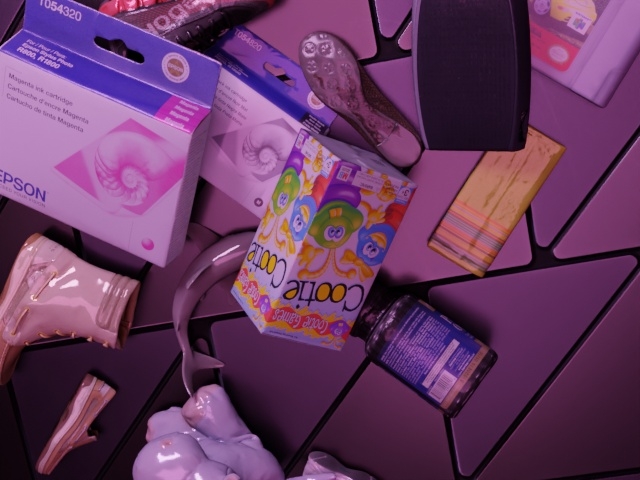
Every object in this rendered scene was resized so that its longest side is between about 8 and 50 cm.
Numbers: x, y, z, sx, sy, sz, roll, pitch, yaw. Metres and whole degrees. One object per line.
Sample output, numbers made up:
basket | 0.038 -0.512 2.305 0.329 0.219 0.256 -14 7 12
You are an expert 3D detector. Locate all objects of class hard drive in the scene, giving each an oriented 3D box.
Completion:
hard drive | 0.210 -0.244 1.505 0.172 0.054 0.255 3 117 18

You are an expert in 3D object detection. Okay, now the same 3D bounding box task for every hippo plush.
hippo plush | -0.182 0.389 1.619 0.294 0.236 0.234 39 108 7

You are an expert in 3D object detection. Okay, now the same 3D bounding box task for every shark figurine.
shark figurine | -0.189 0.087 1.638 0.166 0.116 0.278 28 102 1

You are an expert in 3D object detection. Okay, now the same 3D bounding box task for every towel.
towel | 0.264 -0.065 1.598 0.102 0.021 0.237 30 104 -4

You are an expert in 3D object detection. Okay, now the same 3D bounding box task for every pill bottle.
pill bottle | 0.146 0.158 1.598 0.219 0.123 0.123 36 104 11

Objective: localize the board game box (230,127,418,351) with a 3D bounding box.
board game box | 0.000 0.000 1.553 0.142 0.144 0.275 16 106 -30

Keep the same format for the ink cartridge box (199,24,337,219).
ink cartridge box | -0.111 -0.181 1.602 0.223 0.045 0.224 35 103 -1

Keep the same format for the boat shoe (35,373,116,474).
boat shoe | -0.398 0.313 1.737 0.072 0.068 0.190 30 104 -12

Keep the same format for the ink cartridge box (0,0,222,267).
ink cartridge box | -0.328 -0.162 1.550 0.324 0.071 0.330 23 124 11

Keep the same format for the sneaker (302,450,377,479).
sneaker | 0.041 0.400 1.712 0.152 0.053 0.061 27 109 8

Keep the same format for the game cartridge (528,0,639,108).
game cartridge | 0.330 -0.344 1.513 0.294 0.060 0.196 29 100 0

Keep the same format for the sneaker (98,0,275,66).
sneaker | -0.188 -0.311 1.539 0.276 0.097 0.135 -12 70 11

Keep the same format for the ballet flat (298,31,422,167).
ballet flat | 0.061 -0.208 1.577 0.084 0.058 0.250 -44 89 15

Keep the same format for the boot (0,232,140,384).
boot | -0.413 0.143 1.687 0.203 0.095 0.262 24 100 0
